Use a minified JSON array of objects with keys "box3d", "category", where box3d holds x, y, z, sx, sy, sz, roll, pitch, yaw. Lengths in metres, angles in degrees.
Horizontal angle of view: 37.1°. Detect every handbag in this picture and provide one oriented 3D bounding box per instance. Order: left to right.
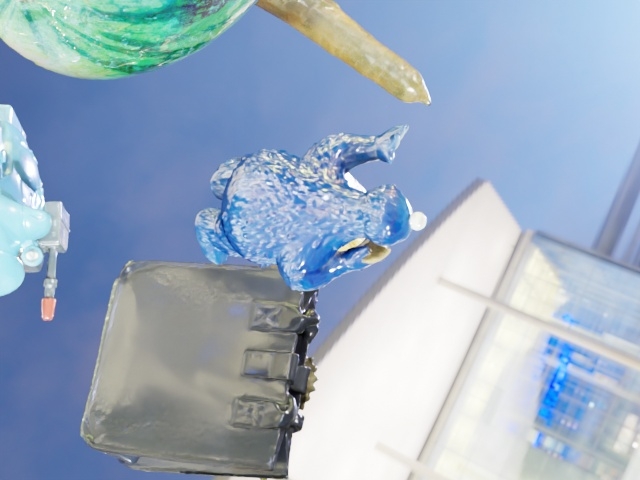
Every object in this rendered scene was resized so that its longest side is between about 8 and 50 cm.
[{"box3d":[-0.162,0.190,1.408,0.122,0.330,0.303,58,-143,-60],"category":"handbag"}]

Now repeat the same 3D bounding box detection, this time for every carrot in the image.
[{"box3d":[0.010,-0.284,1.252,0.070,0.342,0.070,-53,-8,-11],"category":"carrot"}]

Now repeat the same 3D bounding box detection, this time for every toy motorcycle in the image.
[{"box3d":[-0.297,-0.027,0.878,0.272,0.124,0.182,113,156,-75],"category":"toy motorcycle"}]

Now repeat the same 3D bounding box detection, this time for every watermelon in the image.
[{"box3d":[-0.115,-0.167,0.638,0.231,0.146,0.128,-27,-60,-54],"category":"watermelon"}]

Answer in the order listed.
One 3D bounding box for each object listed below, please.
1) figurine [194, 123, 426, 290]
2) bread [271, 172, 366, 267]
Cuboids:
[{"box3d":[-0.020,-0.032,0.980,0.121,0.262,0.164,15,-111,-55],"category":"figurine"},{"box3d":[0.006,0.010,1.541,0.184,0.211,0.224,-28,-48,13],"category":"bread"}]
